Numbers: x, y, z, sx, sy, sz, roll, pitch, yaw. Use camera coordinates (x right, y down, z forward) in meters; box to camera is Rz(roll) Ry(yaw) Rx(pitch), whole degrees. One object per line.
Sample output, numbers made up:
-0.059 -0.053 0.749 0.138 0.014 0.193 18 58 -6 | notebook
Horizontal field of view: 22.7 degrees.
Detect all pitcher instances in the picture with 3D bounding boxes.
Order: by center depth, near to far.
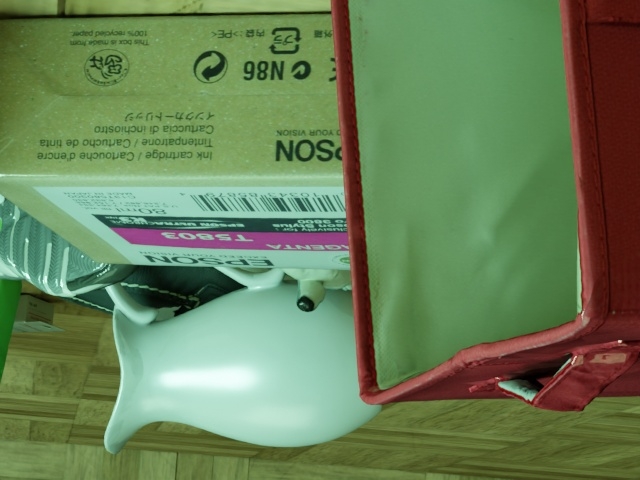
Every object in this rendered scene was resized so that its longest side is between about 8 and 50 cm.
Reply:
-0.061 0.070 1.197 0.207 0.177 0.125 -3 -164 -1 | pitcher

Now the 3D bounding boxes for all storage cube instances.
0.124 -0.053 0.519 0.193 0.214 0.184 1 167 -17 | storage cube

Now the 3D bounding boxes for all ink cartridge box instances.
-0.036 -0.046 0.839 0.235 0.088 0.193 0 165 11 | ink cartridge box
-0.287 0.070 1.516 0.083 0.028 0.048 -2 166 23 | ink cartridge box

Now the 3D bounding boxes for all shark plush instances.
0.000 0.000 1.164 0.067 0.073 0.161 19 -165 24 | shark plush

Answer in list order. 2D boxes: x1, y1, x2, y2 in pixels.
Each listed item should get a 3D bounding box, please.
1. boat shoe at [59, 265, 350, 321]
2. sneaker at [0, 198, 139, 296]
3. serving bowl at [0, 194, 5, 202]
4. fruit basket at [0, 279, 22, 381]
-0.082 0.064 1.299 0.303 0.091 0.114 11 165 -29 | boat shoe
-0.159 -0.003 1.094 0.132 0.086 0.229 10 176 -43 | sneaker
-0.244 -0.044 1.028 0.083 0.027 0.083 4 166 1 | serving bowl
-0.432 0.141 1.298 0.392 0.282 0.392 5 152 3 | fruit basket
